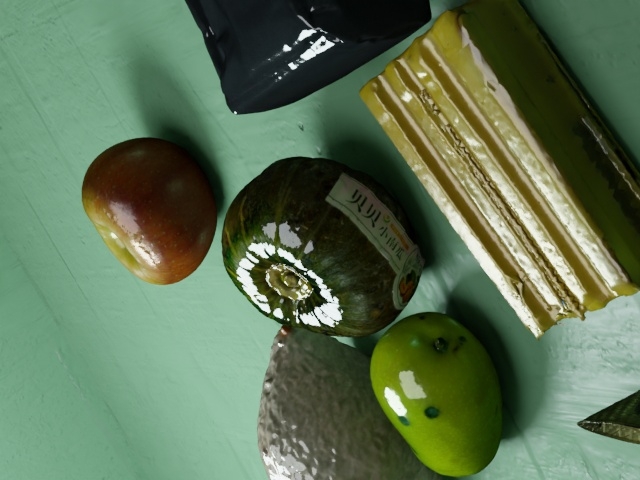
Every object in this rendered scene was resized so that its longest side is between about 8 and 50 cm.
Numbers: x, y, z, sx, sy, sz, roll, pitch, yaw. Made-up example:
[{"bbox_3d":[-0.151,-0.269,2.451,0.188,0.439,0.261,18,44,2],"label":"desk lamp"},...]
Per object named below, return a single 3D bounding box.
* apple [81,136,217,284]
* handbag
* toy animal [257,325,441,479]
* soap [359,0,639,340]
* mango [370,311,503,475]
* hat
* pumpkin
[{"bbox_3d":[-0.253,-0.048,1.987,0.210,0.173,0.235,36,157,24],"label":"apple"},{"bbox_3d":[-0.030,-0.295,1.327,0.302,0.178,0.275,-20,87,65],"label":"handbag"},{"bbox_3d":[0.026,0.282,1.837,0.358,0.226,0.188,55,153,-1],"label":"toy animal"},{"bbox_3d":[0.198,-0.074,1.286,0.324,0.096,0.204,55,151,-1],"label":"soap"},{"bbox_3d":[0.152,0.207,1.652,0.175,0.143,0.293,37,158,35],"label":"mango"},{"bbox_3d":[0.351,0.179,1.379,0.146,0.067,0.146,13,169,3],"label":"hat"},{"bbox_3d":[0.002,-0.002,1.620,0.260,0.189,0.260,19,142,15],"label":"pumpkin"}]
